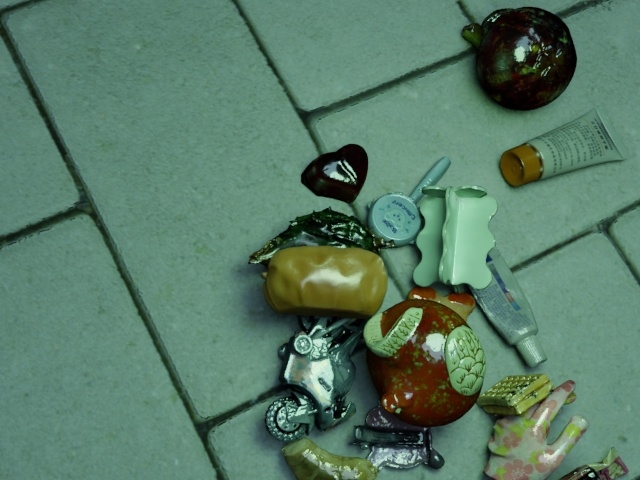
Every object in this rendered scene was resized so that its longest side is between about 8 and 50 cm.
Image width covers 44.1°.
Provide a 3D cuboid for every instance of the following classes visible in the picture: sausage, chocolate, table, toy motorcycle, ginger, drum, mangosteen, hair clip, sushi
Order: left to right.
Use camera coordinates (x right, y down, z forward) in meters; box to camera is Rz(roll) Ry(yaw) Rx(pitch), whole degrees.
[{"bbox_3d":[0.000,0.001,1.603,0.287,0.140,0.149,6,78,-8],"label":"sushi"},{"bbox_3d":[0.003,0.254,1.544,0.173,0.108,0.307,22,68,-11],"label":"toy motorcycle"},{"bbox_3d":[0.007,0.082,1.507,0.241,0.120,0.136,0,76,-8],"label":"sausage"},{"bbox_3d":[0.015,0.433,1.493,0.190,0.069,0.095,12,74,5],"label":"ginger"},{"bbox_3d":[0.040,-0.144,1.692,0.149,0.080,0.125,-19,75,-16],"label":"chocolate"},{"bbox_3d":[0.143,0.380,1.553,0.187,0.056,0.146,2,70,-17],"label":"hair clip"},{"bbox_3d":[0.213,-0.076,1.712,0.253,0.049,0.130,-31,78,-19],"label":"drum"},{"bbox_3d":[0.274,0.002,1.615,0.167,0.166,0.198,8,78,-6],"label":"table"},{"bbox_3d":[0.441,-0.425,1.802,0.231,0.231,0.289,-25,39,-16],"label":"mangosteen"}]

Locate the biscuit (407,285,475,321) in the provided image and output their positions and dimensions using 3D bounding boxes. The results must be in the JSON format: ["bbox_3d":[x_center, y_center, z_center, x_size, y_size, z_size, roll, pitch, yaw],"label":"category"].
[{"bbox_3d":[0.253,0.218,1.627,0.166,0.036,0.249,7,71,-6],"label":"biscuit"}]

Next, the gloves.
[{"bbox_3d":[0.418,0.370,1.541,0.126,0.145,0.241,29,83,-9],"label":"gloves"}]

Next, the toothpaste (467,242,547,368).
[{"bbox_3d":[0.388,0.138,1.667,0.099,0.068,0.282,-4,58,-44],"label":"toothpaste"}]

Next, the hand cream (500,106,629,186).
[{"bbox_3d":[0.556,-0.214,1.795,0.314,0.089,0.139,-18,76,-18],"label":"hand cream"}]

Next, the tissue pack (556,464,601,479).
[{"bbox_3d":[0.447,0.604,1.487,0.333,0.123,0.245,-27,72,-20],"label":"tissue pack"}]

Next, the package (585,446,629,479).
[{"bbox_3d":[0.577,0.463,1.600,0.083,0.029,0.059,-30,86,-6],"label":"package"}]

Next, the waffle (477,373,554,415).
[{"bbox_3d":[0.382,0.304,1.558,0.103,0.148,0.042,-28,88,-19],"label":"waffle"}]

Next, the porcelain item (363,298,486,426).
[{"bbox_3d":[0.176,0.239,1.470,0.253,0.253,0.252,3,71,-8],"label":"porcelain item"}]
